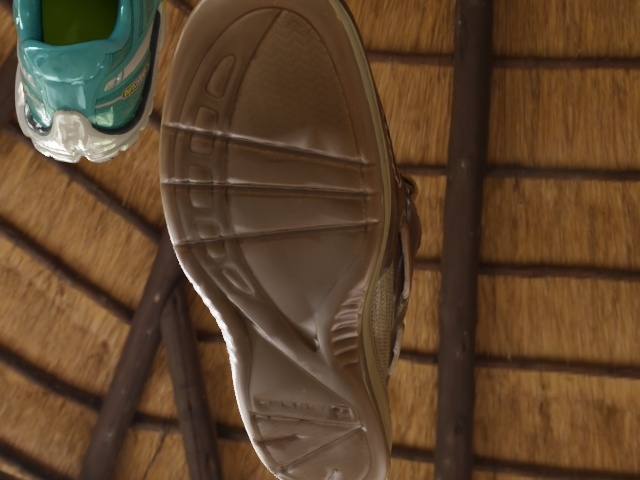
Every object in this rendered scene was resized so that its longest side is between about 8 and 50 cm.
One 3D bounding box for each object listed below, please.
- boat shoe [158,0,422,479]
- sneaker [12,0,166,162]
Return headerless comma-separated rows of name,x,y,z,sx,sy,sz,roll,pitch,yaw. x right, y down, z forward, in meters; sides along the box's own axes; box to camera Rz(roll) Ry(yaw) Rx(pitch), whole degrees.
boat shoe,0.000,0.000,0.498,0.123,0.123,0.342,3,-54,20
sneaker,-0.132,-0.184,0.505,0.107,0.275,0.110,-1,-23,-7
